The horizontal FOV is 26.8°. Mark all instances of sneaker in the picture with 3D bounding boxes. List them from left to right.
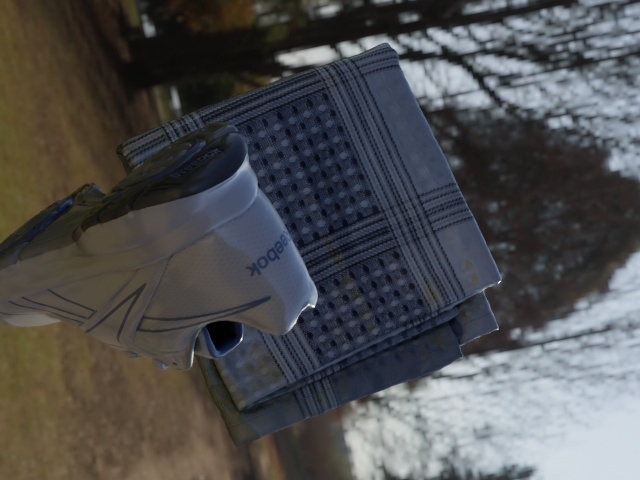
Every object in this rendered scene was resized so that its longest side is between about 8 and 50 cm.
[{"bbox_3d":[-0.121,0.029,0.830,0.297,0.111,0.129,-14,-64,52],"label":"sneaker"}]

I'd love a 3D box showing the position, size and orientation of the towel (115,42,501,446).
[{"bbox_3d":[0.000,0.000,1.304,0.324,0.312,0.056,68,-20,1],"label":"towel"}]
